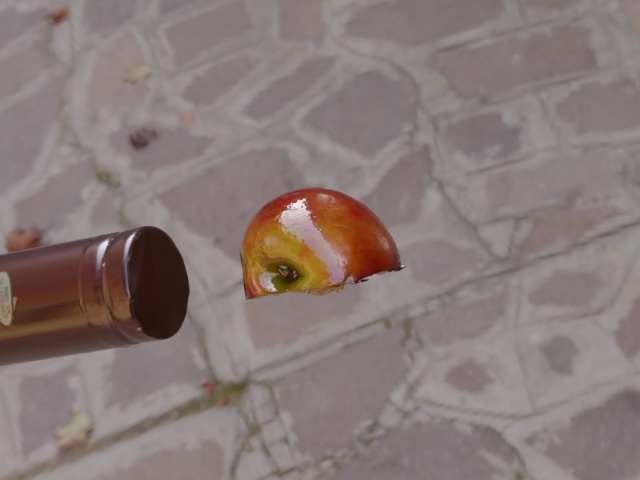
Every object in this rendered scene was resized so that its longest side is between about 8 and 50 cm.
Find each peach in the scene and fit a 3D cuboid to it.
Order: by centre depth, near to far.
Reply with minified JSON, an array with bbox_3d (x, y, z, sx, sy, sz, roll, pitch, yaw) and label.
[{"bbox_3d":[0.000,0.000,0.773,0.098,0.061,0.098,-13,4,1],"label":"peach"}]

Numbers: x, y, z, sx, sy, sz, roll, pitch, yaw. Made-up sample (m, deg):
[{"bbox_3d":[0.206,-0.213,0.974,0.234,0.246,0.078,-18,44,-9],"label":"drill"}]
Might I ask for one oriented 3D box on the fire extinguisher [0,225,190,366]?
[{"bbox_3d":[-0.306,0.073,1.412,0.337,0.114,0.135,-10,35,26],"label":"fire extinguisher"}]
